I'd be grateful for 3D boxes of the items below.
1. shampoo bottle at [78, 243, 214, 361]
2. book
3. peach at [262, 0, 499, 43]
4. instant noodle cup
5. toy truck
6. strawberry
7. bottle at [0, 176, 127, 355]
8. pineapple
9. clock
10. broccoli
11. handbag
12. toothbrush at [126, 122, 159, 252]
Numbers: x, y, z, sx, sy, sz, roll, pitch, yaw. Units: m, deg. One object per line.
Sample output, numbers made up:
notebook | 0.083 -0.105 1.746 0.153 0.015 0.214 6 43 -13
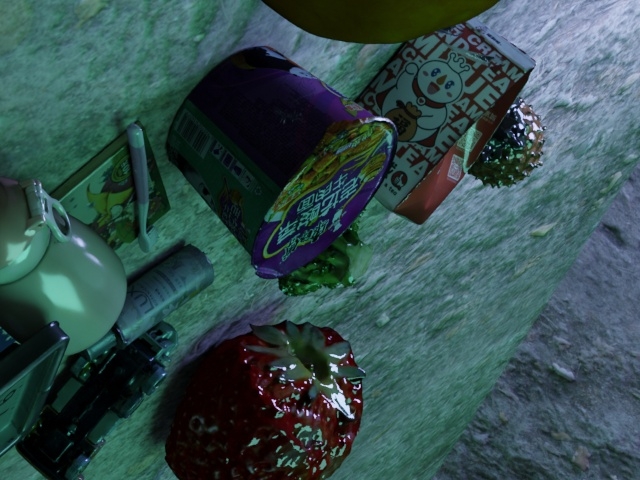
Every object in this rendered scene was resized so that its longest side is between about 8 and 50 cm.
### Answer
shampoo bottle | -0.238 0.086 2.176 0.214 0.072 0.072 -37 158 -28
book | -0.314 0.013 1.950 0.322 0.018 0.228 -43 160 -14
peach | 0.052 -0.364 1.549 0.343 0.343 0.301 -40 134 -21
instant noodle cup | -0.057 -0.107 1.997 0.251 0.190 0.251 -40 159 -19
toy truck | -0.297 0.215 2.251 0.256 0.108 0.140 -50 174 0
strawberry | -0.087 0.296 2.588 0.292 0.292 0.310 -17 132 -55
bottle | -0.320 0.016 1.746 0.147 0.147 0.236 -45 145 -6
pineapple | 0.265 -0.184 2.562 0.165 0.165 0.364 -49 163 4
clock | -0.393 0.216 1.732 0.279 0.049 0.273 -41 170 -34
broccoli | 0.000 0.000 2.397 0.195 0.156 0.195 -15 111 -46
handbag | 0.167 -0.183 2.353 0.298 0.171 0.151 -48 160 6
toothbrush | -0.214 -0.061 1.960 0.025 0.020 0.286 -49 163 -24
